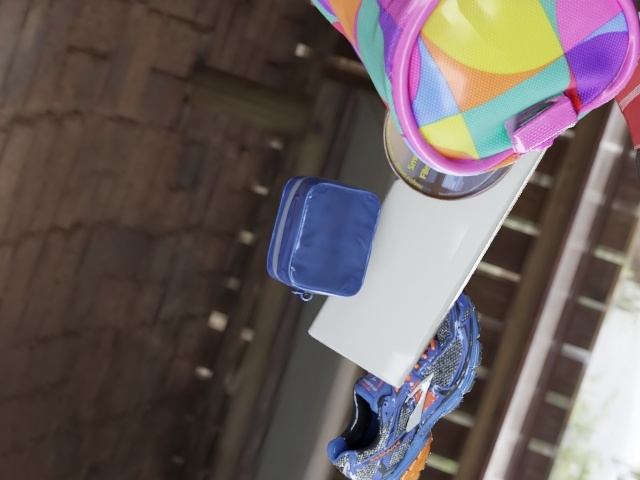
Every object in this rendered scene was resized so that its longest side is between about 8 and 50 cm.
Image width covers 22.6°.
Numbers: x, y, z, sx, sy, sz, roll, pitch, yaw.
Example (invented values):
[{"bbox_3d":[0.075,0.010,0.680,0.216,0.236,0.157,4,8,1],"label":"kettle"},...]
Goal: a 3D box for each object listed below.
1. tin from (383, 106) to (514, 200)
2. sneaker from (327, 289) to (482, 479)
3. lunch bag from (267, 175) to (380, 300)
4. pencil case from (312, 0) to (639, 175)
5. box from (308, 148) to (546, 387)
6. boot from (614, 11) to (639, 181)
[{"bbox_3d":[0.113,-0.123,1.210,0.040,0.106,0.189,-108,-142,-70],"label":"tin"},{"bbox_3d":[0.080,0.139,1.507,0.083,0.087,0.221,35,-77,58],"label":"sneaker"},{"bbox_3d":[0.000,0.000,1.259,0.065,0.067,0.098,-158,-97,-69],"label":"lunch bag"},{"bbox_3d":[0.034,-0.118,0.630,0.236,0.104,0.104,-117,-148,-53],"label":"pencil case"},{"bbox_3d":[0.102,-0.023,1.328,0.275,0.094,0.113,-60,174,16],"label":"box"},{"bbox_3d":[0.355,-0.141,1.392,0.244,0.088,0.176,-31,-110,52],"label":"boot"}]
